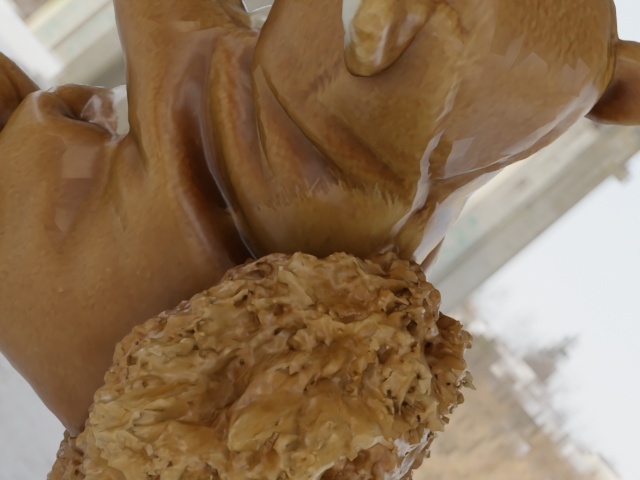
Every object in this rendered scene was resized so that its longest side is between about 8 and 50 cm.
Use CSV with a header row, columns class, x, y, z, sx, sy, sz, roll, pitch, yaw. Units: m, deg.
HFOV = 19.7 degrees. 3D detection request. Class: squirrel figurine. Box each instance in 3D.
class,x,y,z,sx,sy,sz,roll,pitch,yaw
squirrel figurine,0.000,0.000,0.909,0.281,0.370,0.397,19,58,-34
